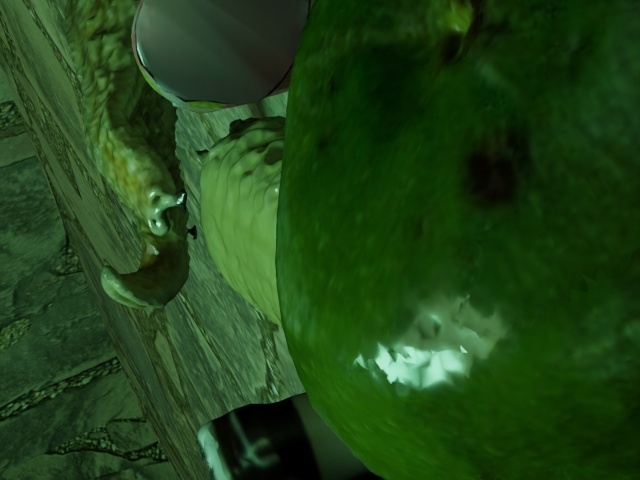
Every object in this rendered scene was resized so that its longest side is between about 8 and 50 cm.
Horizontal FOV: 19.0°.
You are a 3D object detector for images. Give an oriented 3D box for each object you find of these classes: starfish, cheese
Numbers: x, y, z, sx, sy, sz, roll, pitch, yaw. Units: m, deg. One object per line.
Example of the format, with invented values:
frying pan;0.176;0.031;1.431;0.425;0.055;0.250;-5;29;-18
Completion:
starfish;-0.115;-0.131;1.151;0.432;0.082;0.324;102;169;-73
cheese;0.000;0.000;1.117;0.167;0.094;0.123;-144;44;-58

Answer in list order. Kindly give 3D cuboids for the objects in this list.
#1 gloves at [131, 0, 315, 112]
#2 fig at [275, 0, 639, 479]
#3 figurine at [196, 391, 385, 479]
gloves;-0.017;-0.132;0.857;0.241;0.126;0.145;-53;-42;-63
fig;0.109;0.000;0.558;0.235;0.203;0.203;25;-169;-31
figurine;0.093;0.200;0.872;0.320;0.196;0.323;19;-148;-37
